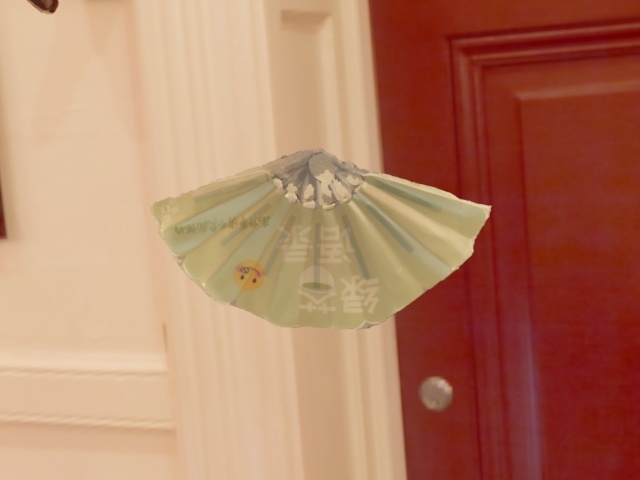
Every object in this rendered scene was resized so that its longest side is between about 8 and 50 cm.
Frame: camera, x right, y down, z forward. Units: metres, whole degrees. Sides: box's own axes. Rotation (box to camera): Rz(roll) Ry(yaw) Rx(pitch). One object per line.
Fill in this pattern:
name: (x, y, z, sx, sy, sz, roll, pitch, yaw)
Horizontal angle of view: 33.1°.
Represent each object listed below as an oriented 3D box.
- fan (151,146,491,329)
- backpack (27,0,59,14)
fan: (0.000, 0.000, 0.758, 0.240, 0.131, 0.009, 0, 11, 2)
backpack: (-0.193, -0.274, 0.739, 0.139, 0.229, 0.229, -23, 4, 10)
